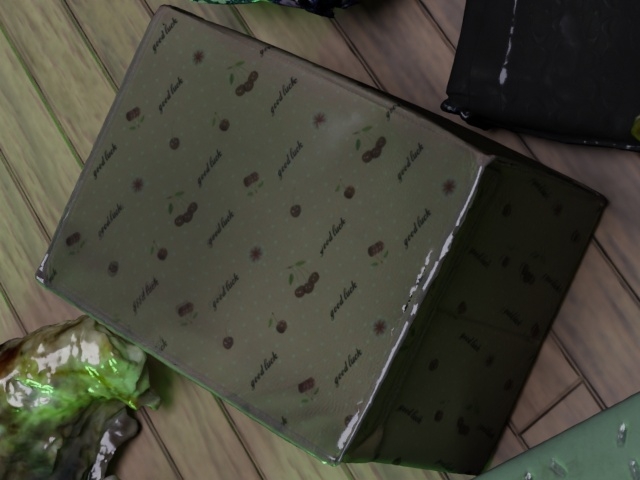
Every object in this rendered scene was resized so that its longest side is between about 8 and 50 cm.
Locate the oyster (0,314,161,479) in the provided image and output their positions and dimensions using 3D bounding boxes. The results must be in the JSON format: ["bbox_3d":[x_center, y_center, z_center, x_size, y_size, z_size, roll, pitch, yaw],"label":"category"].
[{"bbox_3d":[-0.254,0.186,1.527,0.275,0.100,0.271,3,98,30],"label":"oyster"}]

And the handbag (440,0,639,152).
[{"bbox_3d":[0.194,-0.187,1.306,0.223,0.080,0.246,10,86,35],"label":"handbag"}]

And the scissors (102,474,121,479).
[{"bbox_3d":[-0.221,0.315,1.487,0.160,0.024,0.317,43,111,0],"label":"scissors"}]

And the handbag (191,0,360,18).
[{"bbox_3d":[-0.013,-0.279,1.435,0.208,0.127,0.228,13,88,29],"label":"handbag"}]

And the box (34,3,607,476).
[{"bbox_3d":[0.000,0.000,1.336,0.297,0.190,0.225,28,96,33],"label":"box"}]

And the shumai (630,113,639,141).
[{"bbox_3d":[0.302,-0.122,1.098,0.263,0.309,0.304,-5,119,39],"label":"shumai"}]

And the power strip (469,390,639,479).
[{"bbox_3d":[0.174,0.217,1.234,0.265,0.059,0.193,-32,54,24],"label":"power strip"}]
